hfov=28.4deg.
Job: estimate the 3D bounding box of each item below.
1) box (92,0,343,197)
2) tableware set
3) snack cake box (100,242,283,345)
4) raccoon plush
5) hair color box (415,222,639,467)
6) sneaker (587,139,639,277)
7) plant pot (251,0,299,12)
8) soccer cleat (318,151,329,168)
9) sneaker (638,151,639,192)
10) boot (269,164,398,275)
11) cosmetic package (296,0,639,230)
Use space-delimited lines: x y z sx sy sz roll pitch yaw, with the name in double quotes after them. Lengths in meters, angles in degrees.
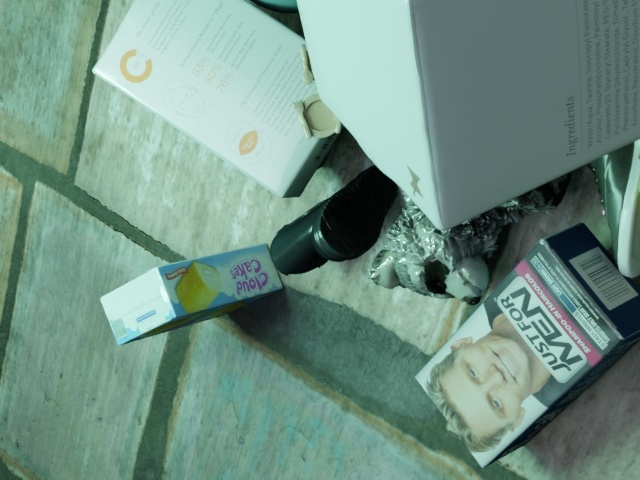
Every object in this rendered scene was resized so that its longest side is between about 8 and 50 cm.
-0.129 -0.245 1.910 0.345 0.168 0.215 34 96 5 "box"
0.042 -0.218 1.794 0.168 0.020 0.141 -4 91 6 "tableware set"
-0.209 0.086 2.084 0.152 0.264 0.089 -28 81 39 "snack cake box"
0.188 -0.128 1.834 0.299 0.216 0.447 -43 42 50 "raccoon plush"
0.294 0.153 1.763 0.174 0.105 0.347 53 136 19 "hair color box"
0.381 -0.102 1.688 0.146 0.104 0.296 4 95 40 "sneaker"
-0.046 -0.452 1.878 0.290 0.290 0.195 46 158 23 "plant pot"
-0.108 -0.231 2.039 0.318 0.116 0.109 53 125 19 "soccer cleat"
0.444 -0.058 1.605 0.081 0.094 0.208 32 151 51 "sneaker"
0.000 0.000 1.926 0.094 0.246 0.207 48 125 -7 "boot"
0.211 -0.286 1.481 0.329 0.393 0.327 51 161 45 "cosmetic package"
